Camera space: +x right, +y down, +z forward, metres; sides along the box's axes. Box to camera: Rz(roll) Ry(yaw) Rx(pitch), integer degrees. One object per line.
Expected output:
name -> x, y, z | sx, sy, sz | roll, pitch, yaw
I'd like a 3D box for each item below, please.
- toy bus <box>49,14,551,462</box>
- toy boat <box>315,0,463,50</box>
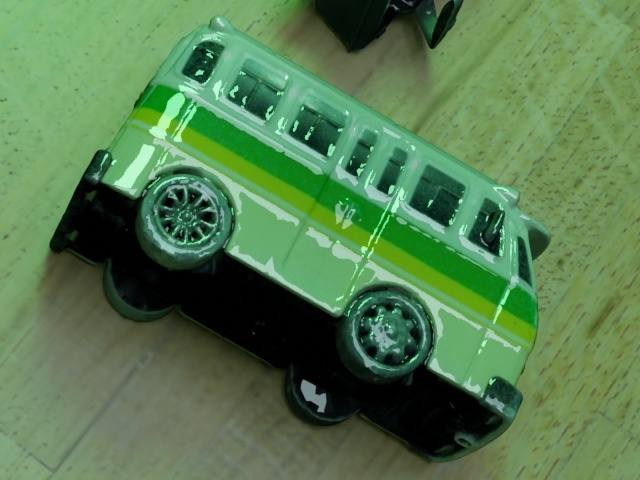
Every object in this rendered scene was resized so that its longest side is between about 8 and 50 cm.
toy bus -> 0.000, 0.000, 1.005 | 0.276, 0.133, 0.164 | 30, 65, -7
toy boat -> 0.088, -0.223, 1.134 | 0.103, 0.093, 0.246 | 37, 64, 5
